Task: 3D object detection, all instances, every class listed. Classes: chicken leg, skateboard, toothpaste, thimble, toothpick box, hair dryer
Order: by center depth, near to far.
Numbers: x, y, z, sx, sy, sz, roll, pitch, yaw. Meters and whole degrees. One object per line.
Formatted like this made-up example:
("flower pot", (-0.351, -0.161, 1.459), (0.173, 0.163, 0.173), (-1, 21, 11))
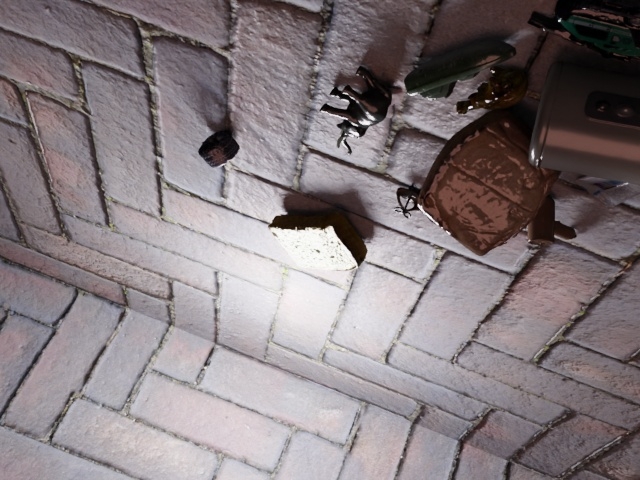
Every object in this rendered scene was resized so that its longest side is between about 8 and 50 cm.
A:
("toothpick box", (0.574, -0.219, 1.480), (0.316, 0.229, 0.229), (13, 147, 15))
("chicken leg", (0.355, -0.313, 1.637), (0.178, 0.070, 0.093), (-19, 107, 53))
("toothpaste", (0.690, -0.147, 1.666), (0.114, 0.073, 0.299), (31, 156, -12))
("hair dryer", (0.573, -0.035, 1.897), (0.182, 0.117, 0.064), (17, 163, -41))
("skateboard", (0.260, -0.084, 2.028), (0.151, 0.080, 0.067), (29, 155, -4))
("thimble", (-0.279, -0.250, 2.124), (0.104, 0.095, 0.066), (9, 146, 50))

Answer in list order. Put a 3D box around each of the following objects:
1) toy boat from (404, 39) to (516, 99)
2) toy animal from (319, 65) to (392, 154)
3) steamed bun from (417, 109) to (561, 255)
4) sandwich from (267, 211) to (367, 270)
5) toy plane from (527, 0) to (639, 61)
("toy boat", (0.291, -0.351, 1.601), (0.260, 0.078, 0.085), (-12, 117, 46))
("toy animal", (0.073, -0.300, 1.822), (0.137, 0.082, 0.269), (31, 148, -10))
("steamed bun", (0.380, -0.142, 1.744), (0.251, 0.199, 0.301), (40, 116, -1))
("sandwich", (0.000, -0.001, 2.324), (0.251, 0.087, 0.226), (1, 141, 37))
("toy plane", (0.565, -0.370, 1.376), (0.382, 0.106, 0.155), (17, 155, 9))
